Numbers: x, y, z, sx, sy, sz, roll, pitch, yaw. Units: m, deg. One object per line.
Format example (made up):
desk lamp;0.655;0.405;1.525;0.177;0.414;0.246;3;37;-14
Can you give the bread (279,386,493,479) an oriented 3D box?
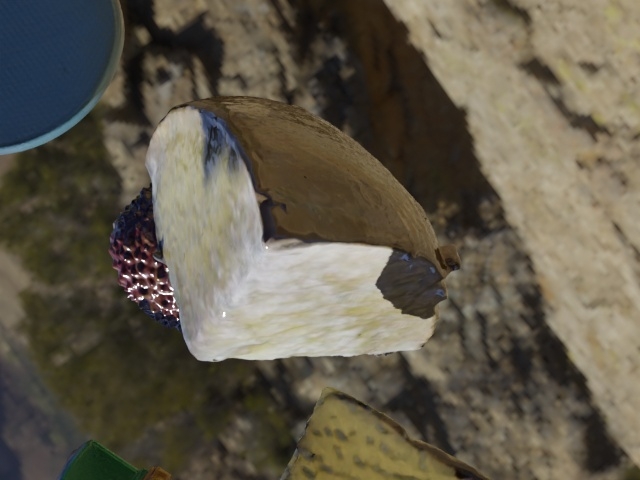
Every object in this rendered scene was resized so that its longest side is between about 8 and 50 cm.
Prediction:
bread;0.009;0.250;1.011;0.178;0.266;0.142;29;162;-5

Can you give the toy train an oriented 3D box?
toy train;-0.212;0.271;1.521;0.136;0.091;0.228;36;159;-5

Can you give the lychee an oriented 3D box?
lychee;-0.115;0.008;1.448;0.188;0.188;0.188;47;162;21

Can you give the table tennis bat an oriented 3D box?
table tennis bat;-0.351;-0.171;1.503;0.215;0.329;0.044;52;174;14

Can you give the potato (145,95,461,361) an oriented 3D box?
potato;0.002;-0.037;1.063;0.264;0.211;0.189;126;139;-62
